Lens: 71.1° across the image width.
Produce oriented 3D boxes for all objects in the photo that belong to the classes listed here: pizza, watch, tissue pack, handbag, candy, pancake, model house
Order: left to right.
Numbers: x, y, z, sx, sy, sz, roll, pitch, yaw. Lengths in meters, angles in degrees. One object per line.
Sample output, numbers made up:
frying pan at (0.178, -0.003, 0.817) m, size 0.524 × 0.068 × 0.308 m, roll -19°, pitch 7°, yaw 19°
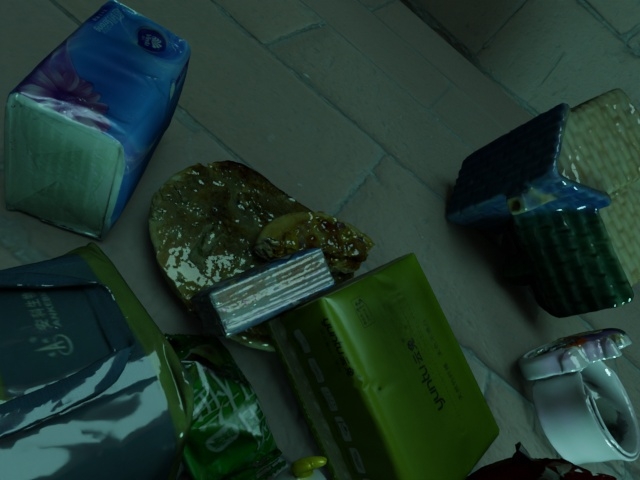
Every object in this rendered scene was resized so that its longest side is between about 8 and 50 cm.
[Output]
handbag at (-0.267, 0.143, 0.363) m, size 0.241 × 0.222 × 0.263 m, roll -17°, pitch 53°, yaw -46°
tissue pack at (-0.297, -0.169, 0.622) m, size 0.146 × 0.198 × 0.263 m, roll 23°, pitch 45°, yaw -19°
candy at (-0.131, 0.201, 0.531) m, size 0.141 × 0.078 × 0.203 m, roll -7°, pitch 57°, yaw -55°
pancake at (-0.104, 0.013, 0.720) m, size 0.356 × 0.065 × 0.355 m, roll 25°, pitch 42°, yaw -25°
tissue pack at (-0.076, 0.064, 0.568) m, size 0.155 × 0.116 × 0.065 m, roll -24°, pitch 94°, yaw -28°
pizza at (0.002, -0.001, 0.729) m, size 0.247 × 0.058 × 0.127 m, roll 12°, pitch 49°, yaw -34°
tissue pack at (0.083, 0.185, 0.605) m, size 0.200 × 0.167 × 0.274 m, roll -21°, pitch 83°, yaw -42°
model house at (0.541, -0.061, 1.089) m, size 0.400 × 0.395 × 0.445 m, roll -25°, pitch 91°, yaw -29°
watch at (0.542, 0.303, 0.883) m, size 0.244 × 0.196 × 0.231 m, roll -5°, pitch 67°, yaw -43°

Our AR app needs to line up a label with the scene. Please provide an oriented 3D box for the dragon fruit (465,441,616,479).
dragon fruit at (0.253, 0.400, 0.482) m, size 0.296 × 0.301 × 0.295 m, roll 18°, pitch 15°, yaw -5°

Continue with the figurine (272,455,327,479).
figurine at (-0.063, 0.304, 0.471) m, size 0.178 × 0.129 × 0.109 m, roll -21°, pitch 32°, yaw -37°
